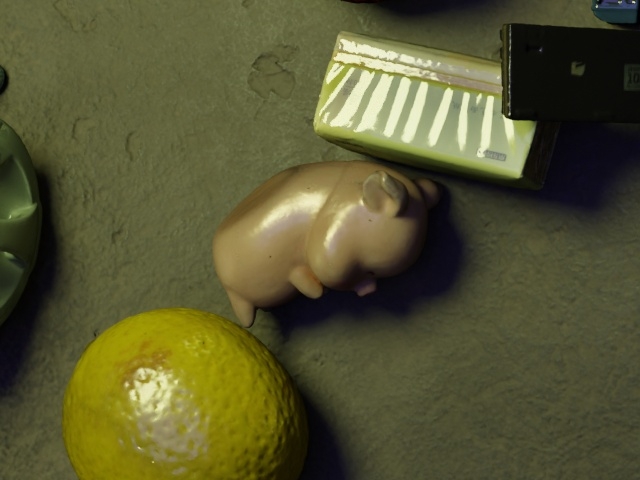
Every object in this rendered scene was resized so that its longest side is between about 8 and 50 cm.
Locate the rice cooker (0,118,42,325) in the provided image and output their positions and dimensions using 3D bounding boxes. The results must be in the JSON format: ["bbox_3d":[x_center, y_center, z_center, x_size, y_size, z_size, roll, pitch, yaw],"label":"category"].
[{"bbox_3d":[-0.471,-0.020,1.718,0.277,0.288,0.288,8,90,22],"label":"rice cooker"}]

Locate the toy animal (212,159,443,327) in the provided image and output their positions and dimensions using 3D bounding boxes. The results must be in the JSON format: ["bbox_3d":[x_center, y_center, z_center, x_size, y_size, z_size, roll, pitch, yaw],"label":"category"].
[{"bbox_3d":[0.001,-0.009,1.655,0.250,0.166,0.154,-16,103,19],"label":"toy animal"}]

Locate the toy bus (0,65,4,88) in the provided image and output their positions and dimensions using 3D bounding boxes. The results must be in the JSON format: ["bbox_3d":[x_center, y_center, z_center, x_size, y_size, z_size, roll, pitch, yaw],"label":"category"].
[{"bbox_3d":[-0.462,-0.268,1.811,0.134,0.113,0.246,-3,86,20],"label":"toy bus"}]

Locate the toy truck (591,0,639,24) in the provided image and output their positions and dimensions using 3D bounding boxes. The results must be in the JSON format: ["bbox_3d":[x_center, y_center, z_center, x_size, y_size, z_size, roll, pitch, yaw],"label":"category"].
[{"bbox_3d":[0.385,-0.263,1.596,0.201,0.074,0.088,3,98,15],"label":"toy truck"}]

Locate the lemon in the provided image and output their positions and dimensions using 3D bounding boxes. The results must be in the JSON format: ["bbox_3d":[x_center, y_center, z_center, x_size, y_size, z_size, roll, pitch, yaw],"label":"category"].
[{"bbox_3d":[-0.145,0.199,1.640,0.267,0.267,0.267,-1,88,16],"label":"lemon"}]

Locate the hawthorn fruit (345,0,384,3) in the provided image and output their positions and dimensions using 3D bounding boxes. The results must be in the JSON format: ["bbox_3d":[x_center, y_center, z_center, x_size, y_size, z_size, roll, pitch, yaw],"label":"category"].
[{"bbox_3d":[0.072,-0.400,1.602,0.307,0.265,0.265,-37,78,-10],"label":"hawthorn fruit"}]

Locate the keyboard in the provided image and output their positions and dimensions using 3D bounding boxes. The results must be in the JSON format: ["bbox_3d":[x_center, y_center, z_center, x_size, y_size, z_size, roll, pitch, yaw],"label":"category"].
[{"bbox_3d":[0.319,-0.168,1.534,0.317,0.027,0.106,0,91,-24],"label":"keyboard"}]

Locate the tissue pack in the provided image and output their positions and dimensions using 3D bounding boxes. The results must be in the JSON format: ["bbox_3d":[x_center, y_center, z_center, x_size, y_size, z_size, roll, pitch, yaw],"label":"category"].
[{"bbox_3d":[0.128,-0.135,1.615,0.234,0.159,0.125,15,91,16],"label":"tissue pack"}]
